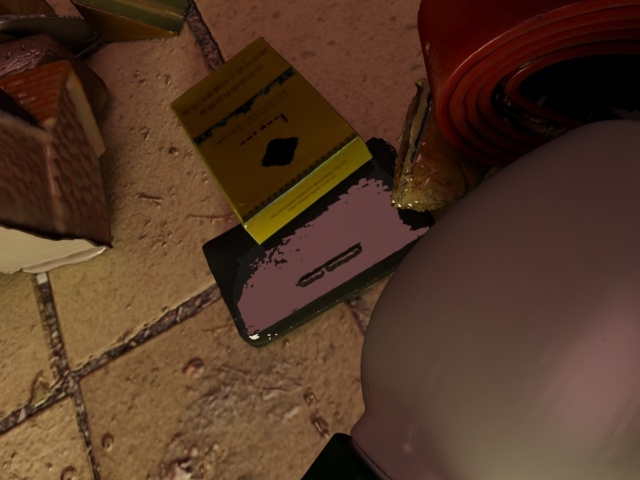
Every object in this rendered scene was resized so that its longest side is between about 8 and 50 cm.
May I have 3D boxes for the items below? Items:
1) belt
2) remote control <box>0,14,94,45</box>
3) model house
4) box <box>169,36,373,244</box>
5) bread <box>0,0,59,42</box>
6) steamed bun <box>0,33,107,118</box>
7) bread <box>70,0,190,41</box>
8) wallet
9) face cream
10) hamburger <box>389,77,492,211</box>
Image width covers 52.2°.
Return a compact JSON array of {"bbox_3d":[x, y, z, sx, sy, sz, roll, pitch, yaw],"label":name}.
[{"bbox_3d":[0.247,-0.158,0.561,0.324,0.227,0.115,2,63,-16],"label":"belt"},{"bbox_3d":[-0.395,-0.295,0.918,0.073,0.229,0.044,5,109,11],"label":"remote control"},{"bbox_3d":[-0.387,-0.090,0.734,0.202,0.237,0.237,-13,81,14],"label":"model house"},{"bbox_3d":[-0.071,-0.132,0.763,0.153,0.041,0.279,-36,48,0],"label":"box"},{"bbox_3d":[-0.547,-0.300,0.986,0.264,0.167,0.163,-6,63,21],"label":"bread"},{"bbox_3d":[-0.396,-0.194,0.884,0.175,0.145,0.106,-20,61,16],"label":"steamed bun"},{"bbox_3d":[-0.273,-0.345,0.948,0.139,0.084,0.074,4,65,22],"label":"bread"},{"bbox_3d":[0.000,0.000,0.698,0.250,0.044,0.149,-30,62,4],"label":"wallet"},{"bbox_3d":[0.169,0.099,0.469,0.357,0.219,0.312,-52,43,-6],"label":"face cream"},{"bbox_3d":[0.134,-0.098,0.658,0.102,0.087,0.176,13,47,2],"label":"hamburger"}]
